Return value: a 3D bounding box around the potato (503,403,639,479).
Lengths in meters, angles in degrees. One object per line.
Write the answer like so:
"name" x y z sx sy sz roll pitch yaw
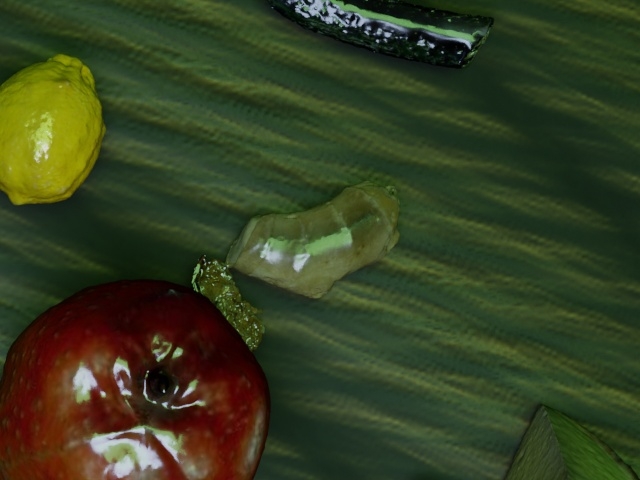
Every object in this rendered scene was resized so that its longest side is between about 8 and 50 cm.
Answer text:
"potato" 0.198 0.320 1.305 0.112 0.269 0.255 32 105 -5

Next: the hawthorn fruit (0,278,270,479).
"hawthorn fruit" -0.164 0.152 1.182 0.254 0.300 0.254 2 78 -11

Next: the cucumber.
"cucumber" 0.053 -0.224 1.405 0.245 0.067 0.067 11 79 -6

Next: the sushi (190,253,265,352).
"sushi" -0.091 0.071 1.331 0.061 0.060 0.118 -40 91 -18

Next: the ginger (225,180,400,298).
"ginger" -0.001 -0.001 1.354 0.190 0.069 0.095 -23 60 -12

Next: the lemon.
"lemon" -0.260 -0.104 1.300 0.114 0.114 0.155 18 79 -7
